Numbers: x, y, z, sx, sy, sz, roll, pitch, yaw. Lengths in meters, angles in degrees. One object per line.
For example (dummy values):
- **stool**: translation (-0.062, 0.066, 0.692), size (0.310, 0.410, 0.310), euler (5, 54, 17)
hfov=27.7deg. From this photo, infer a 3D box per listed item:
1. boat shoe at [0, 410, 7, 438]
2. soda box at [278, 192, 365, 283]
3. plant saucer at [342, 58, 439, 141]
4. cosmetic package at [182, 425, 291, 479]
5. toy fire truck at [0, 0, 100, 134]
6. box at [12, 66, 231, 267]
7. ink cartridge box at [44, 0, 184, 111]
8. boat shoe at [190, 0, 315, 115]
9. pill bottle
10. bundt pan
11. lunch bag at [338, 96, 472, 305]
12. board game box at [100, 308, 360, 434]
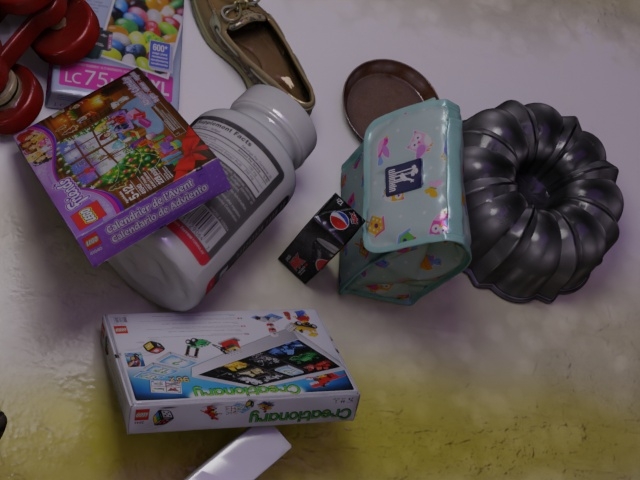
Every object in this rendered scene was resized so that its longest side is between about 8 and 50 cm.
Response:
- **boat shoe**: translation (-0.542, 0.243, 1.547), size (0.324, 0.122, 0.120), euler (-19, 71, -35)
- **soda box**: translation (0.000, 0.000, 1.816), size (0.060, 0.169, 0.053), euler (43, 62, 1)
- **plant saucer**: translation (0.109, -0.203, 2.024), size (0.168, 0.029, 0.168), euler (7, 67, -18)
- **cosmetic package**: translation (-0.152, 0.326, 1.662), size (0.239, 0.099, 0.060), euler (-37, 85, -30)
- **toy fire truck**: translation (-0.471, -0.303, 1.769), size (0.254, 0.169, 0.302), euler (33, 79, 24)
- **box**: translation (-0.265, -0.104, 1.695), size (0.201, 0.057, 0.293), euler (-31, 40, -10)
- **ink cartridge box**: translation (-0.296, -0.327, 1.906), size (0.186, 0.065, 0.311), euler (8, 64, -18)
- **boat shoe**: translation (-0.094, -0.298, 1.951), size (0.104, 0.089, 0.285), euler (-31, 81, -28)
- **pill bottle**: translation (-0.145, -0.069, 1.786), size (0.176, 0.176, 0.318), euler (41, 60, -1)
- **bundt pan**: translation (0.328, -0.075, 2.001), size (0.331, 0.124, 0.330), euler (8, 65, -18)
- **lunch bag**: translation (0.126, -0.053, 1.834), size (0.160, 0.262, 0.223), euler (9, 66, -17)
- **board game box**: translation (-0.122, 0.166, 1.711), size (0.305, 0.053, 0.193), euler (0, 33, -21)
